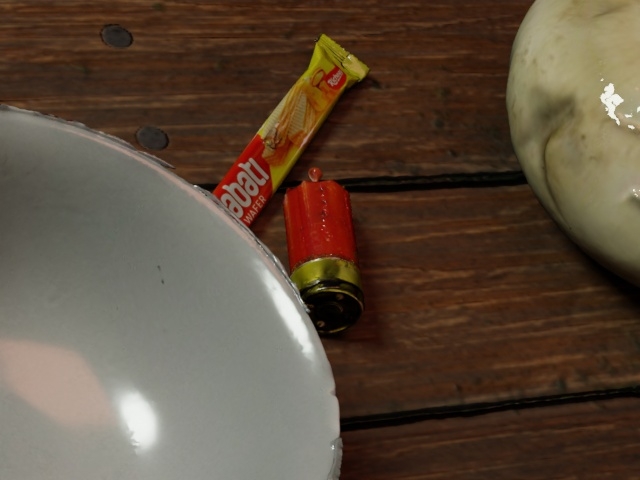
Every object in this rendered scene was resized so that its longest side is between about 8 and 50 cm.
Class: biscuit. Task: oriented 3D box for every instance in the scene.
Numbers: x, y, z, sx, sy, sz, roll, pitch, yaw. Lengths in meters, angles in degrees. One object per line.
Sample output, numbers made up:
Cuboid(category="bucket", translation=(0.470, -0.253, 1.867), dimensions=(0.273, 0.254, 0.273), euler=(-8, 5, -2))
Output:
Cuboid(category="biscuit", translation=(-0.040, -0.055, 1.365), dimensions=(0.048, 0.026, 0.292), euler=(43, 46, -11))

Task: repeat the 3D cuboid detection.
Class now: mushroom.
Cuboid(category="mushroom", translation=(0.318, -0.107, 1.416), dimensions=(0.356, 0.315, 0.315), euler=(-30, 62, -1))

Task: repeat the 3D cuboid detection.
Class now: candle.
Cuboid(category="candle", translation=(0.000, 0.000, 1.317), dimensions=(0.052, 0.052, 0.131), euler=(8, 47, -17))

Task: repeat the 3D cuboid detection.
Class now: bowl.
Cuboid(category="bowl", translation=(-0.174, 0.100, 1.070), dimensions=(0.345, 0.157, 0.346), euler=(19, 42, -18))
